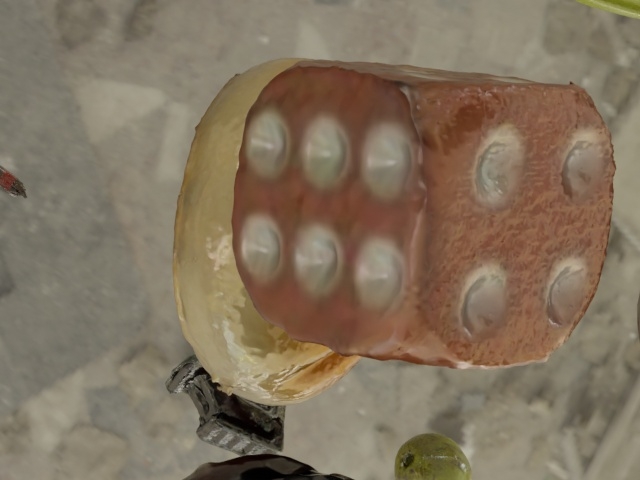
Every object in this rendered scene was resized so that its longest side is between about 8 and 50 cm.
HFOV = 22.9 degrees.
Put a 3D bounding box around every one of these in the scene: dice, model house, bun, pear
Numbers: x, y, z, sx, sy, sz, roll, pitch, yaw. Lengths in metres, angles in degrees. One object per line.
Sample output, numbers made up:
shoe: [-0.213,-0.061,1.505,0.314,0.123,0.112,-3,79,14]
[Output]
dice: [0.060,-0.018,0.957,0.179,0.175,0.174,-6,105,-47]
model house: [-0.093,0.193,1.883,0.106,0.165,0.152,-24,79,-23]
bun: [0.000,0.000,1.332,0.299,0.165,0.299,6,90,-69]
pear: [0.158,0.324,2.228,0.131,0.107,0.107,38,82,-44]

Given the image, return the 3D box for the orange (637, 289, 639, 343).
orange: [0.364,0.071,1.263,0.196,0.262,0.334,-6,111,-20]

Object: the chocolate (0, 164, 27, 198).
chocolate: [-0.326,-0.066,1.563,0.086,0.182,0.028,35,84,-13]

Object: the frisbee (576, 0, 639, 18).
frisbee: [0.217,-0.116,0.732,0.236,0.236,0.017,7,91,-38]

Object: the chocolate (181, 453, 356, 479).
chocolate: [-0.035,0.293,1.066,0.340,0.210,0.225,49,44,-35]
